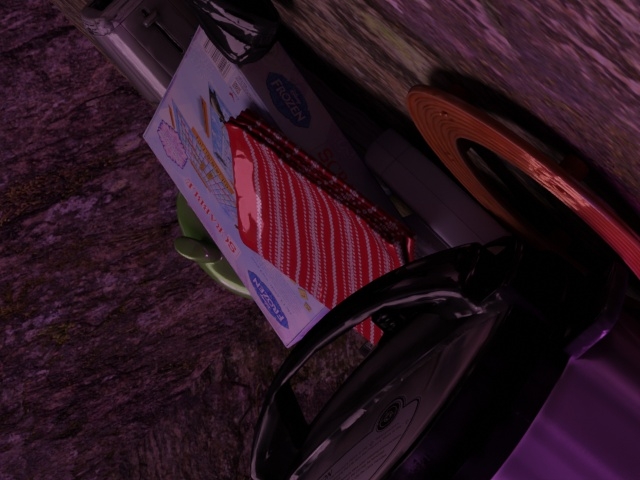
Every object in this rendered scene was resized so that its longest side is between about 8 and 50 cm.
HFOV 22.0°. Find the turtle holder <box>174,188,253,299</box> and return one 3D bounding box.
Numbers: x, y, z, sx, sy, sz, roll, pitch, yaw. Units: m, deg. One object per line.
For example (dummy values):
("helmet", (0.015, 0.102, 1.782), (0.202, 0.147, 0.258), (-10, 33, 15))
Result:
("turtle holder", (-0.023, -0.038, 2.221), (0.320, 0.243, 0.227), (1, -177, 12))

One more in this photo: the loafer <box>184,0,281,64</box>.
("loafer", (-0.120, -0.273, 1.621), (0.223, 0.076, 0.078), (48, 140, 5))

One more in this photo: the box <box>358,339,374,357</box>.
("box", (0.195, 0.164, 2.308), (0.231, 0.183, 0.056), (44, 176, -21))

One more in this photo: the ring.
("ring", (0.206, -0.023, 1.405), (0.336, 0.032, 0.336), (41, 175, 4))

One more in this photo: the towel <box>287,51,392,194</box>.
("towel", (0.008, -0.143, 1.933), (0.209, 0.034, 0.285), (40, 177, 7))

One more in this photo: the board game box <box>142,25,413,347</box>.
("board game box", (-0.059, -0.067, 1.852), (0.319, 0.066, 0.318), (56, 154, 7))

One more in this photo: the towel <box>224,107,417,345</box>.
("towel", (0.000, 0.000, 1.711), (0.275, 0.031, 0.199), (38, 148, 35))

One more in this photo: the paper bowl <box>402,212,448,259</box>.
("paper bowl", (0.151, 0.075, 1.973), (0.284, 0.148, 0.284), (44, 172, 7))

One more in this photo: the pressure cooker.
("pressure cooker", (0.153, 0.206, 1.409), (0.420, 0.370, 0.375), (40, 173, -9))

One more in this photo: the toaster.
("toaster", (-0.212, -0.264, 2.078), (0.146, 0.129, 0.227), (48, 176, -20))

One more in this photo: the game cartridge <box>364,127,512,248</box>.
("game cartridge", (0.162, 0.004, 1.666), (0.294, 0.060, 0.196), (47, 179, 45))
